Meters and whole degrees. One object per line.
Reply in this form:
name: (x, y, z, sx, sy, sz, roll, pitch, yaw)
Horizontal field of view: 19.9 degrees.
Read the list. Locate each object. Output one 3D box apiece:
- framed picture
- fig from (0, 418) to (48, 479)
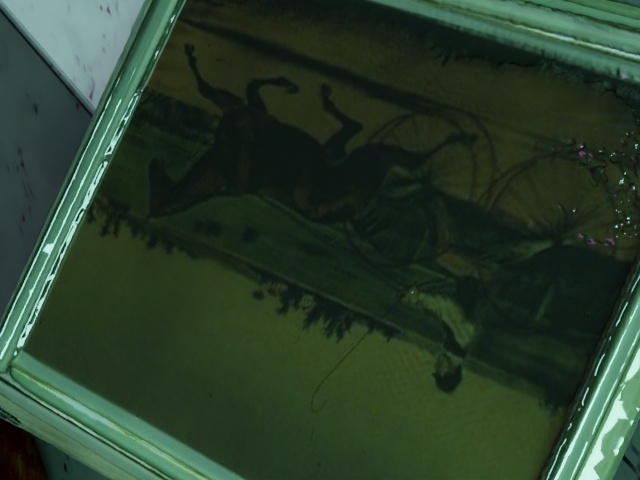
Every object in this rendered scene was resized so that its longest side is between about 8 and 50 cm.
framed picture: (0.000, 0.000, 0.557, 0.252, 0.014, 0.197, 23, 87, 42)
fig: (-0.183, 0.154, 0.876, 0.146, 0.133, 0.201, -110, 4, -47)
